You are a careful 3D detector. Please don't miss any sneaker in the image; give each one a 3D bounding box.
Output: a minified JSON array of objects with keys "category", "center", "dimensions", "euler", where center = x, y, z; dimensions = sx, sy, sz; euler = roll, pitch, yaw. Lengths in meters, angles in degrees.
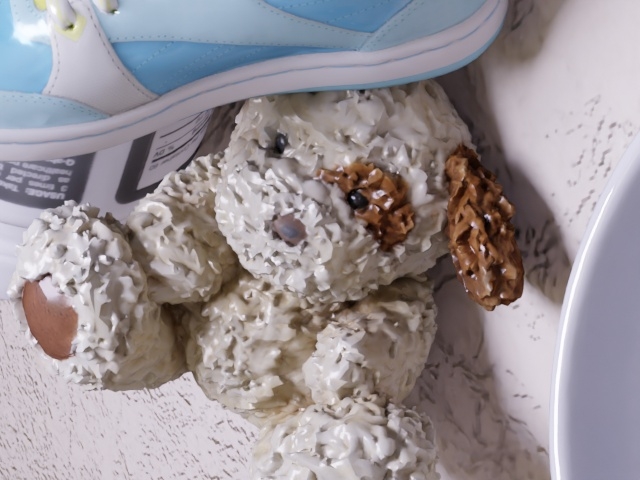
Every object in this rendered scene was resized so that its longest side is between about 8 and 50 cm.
[{"category":"sneaker","center":[-0.069,-0.150,0.835],"dimensions":[0.208,0.319,0.127],"euler":[87,168,-60]}]

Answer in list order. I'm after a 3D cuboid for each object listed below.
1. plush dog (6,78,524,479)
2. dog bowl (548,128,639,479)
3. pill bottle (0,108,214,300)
[{"category":"plush dog","center":[0.000,0.000,0.997],"dimensions":[0.262,0.210,0.225],"euler":[35,121,11]},{"category":"dog bowl","center":[0.197,0.059,0.655],"dimensions":[0.265,0.104,0.265],"euler":[-26,60,58]},{"category":"pill bottle","center":[-0.153,-0.137,1.115],"dimensions":[0.210,0.210,0.363],"euler":[58,144,28]}]
